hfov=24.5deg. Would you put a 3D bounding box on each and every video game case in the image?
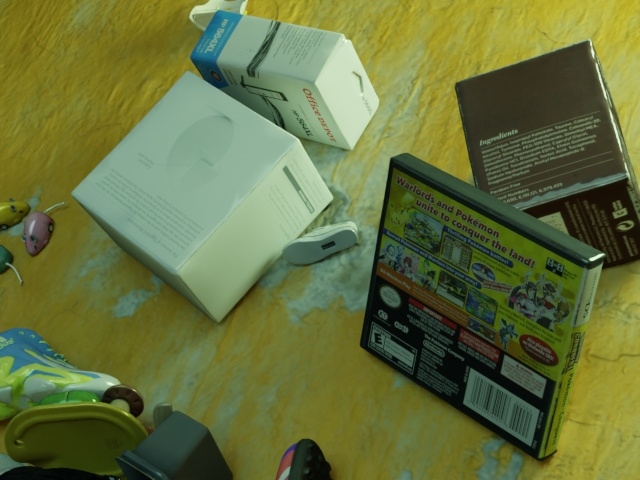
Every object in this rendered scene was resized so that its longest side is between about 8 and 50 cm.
[{"bbox_3d":[0.166,0.069,1.599,0.035,0.248,0.275,-20,39,-41],"label":"video game case"}]

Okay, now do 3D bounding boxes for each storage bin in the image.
[{"bbox_3d":[-0.154,0.264,1.669,0.098,0.135,0.091,24,61,34],"label":"storage bin"}]

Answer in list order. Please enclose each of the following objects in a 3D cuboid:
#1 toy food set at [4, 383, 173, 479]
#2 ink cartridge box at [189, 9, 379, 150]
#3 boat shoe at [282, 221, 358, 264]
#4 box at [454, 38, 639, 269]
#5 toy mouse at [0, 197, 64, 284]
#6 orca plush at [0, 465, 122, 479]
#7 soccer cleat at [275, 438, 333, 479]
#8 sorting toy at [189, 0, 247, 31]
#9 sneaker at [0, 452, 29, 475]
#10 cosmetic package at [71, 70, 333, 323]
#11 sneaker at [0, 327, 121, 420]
[{"bbox_3d":[-0.263,0.223,1.755,0.217,0.128,0.071,-5,34,11],"label":"toy food set"},{"bbox_3d":[-0.045,-0.209,1.915,0.203,0.148,0.086,17,66,32],"label":"ink cartridge box"},{"bbox_3d":[0.000,0.000,1.835,0.100,0.035,0.035,-21,25,15],"label":"boat shoe"},{"bbox_3d":[0.267,-0.083,1.680,0.167,0.168,0.203,-17,54,14],"label":"box"},{"bbox_3d":[-0.423,-0.002,2.022,0.161,0.031,0.143,-19,53,11],"label":"toy mouse"},{"bbox_3d":[-0.233,0.309,1.611,0.287,0.102,0.151,32,44,20],"label":"orca plush"},{"bbox_3d":[-0.057,0.362,1.576,0.116,0.108,0.318,-7,59,25],"label":"soccer cleat"},{"bbox_3d":[-0.134,-0.332,2.108,0.083,0.045,0.075,-1,51,24],"label":"sorting toy"},{"bbox_3d":[-0.364,0.315,1.735,0.252,0.111,0.103,30,74,36],"label":"sneaker"},{"bbox_3d":[-0.149,-0.056,1.868,0.225,0.138,0.224,-47,53,-11],"label":"cosmetic package"},{"bbox_3d":[-0.350,0.158,1.848,0.240,0.091,0.126,-2,50,15],"label":"sneaker"}]
